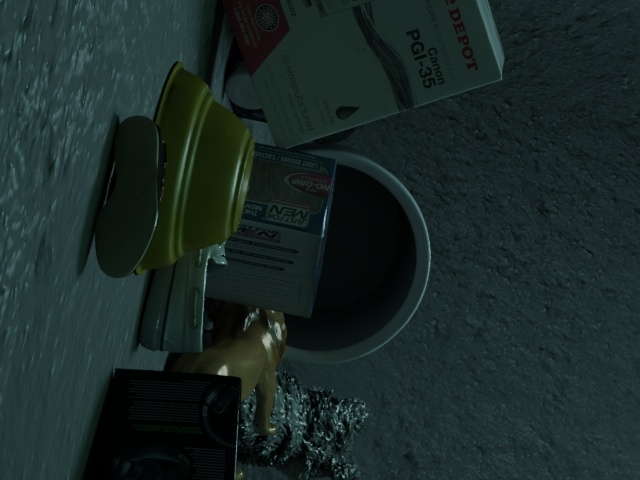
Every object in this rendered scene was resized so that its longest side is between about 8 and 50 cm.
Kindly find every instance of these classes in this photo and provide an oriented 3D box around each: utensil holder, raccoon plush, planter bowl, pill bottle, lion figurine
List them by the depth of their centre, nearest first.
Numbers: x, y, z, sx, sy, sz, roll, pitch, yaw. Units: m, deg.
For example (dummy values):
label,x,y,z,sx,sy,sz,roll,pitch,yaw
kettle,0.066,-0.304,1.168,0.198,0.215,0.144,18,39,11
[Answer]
label,x,y,z,sx,sy,sz,roll,pitch,yaw
planter bowl,-0.118,-0.063,1.486,0.217,0.090,0.217,11,90,-90
pill bottle,-0.085,-0.239,2.002,0.067,0.067,0.120,100,2,-51
lion figurine,-0.135,0.182,2.031,0.392,0.142,0.240,-62,157,-72
utensil holder,0.000,0.000,2.388,0.385,0.328,0.327,-88,-171,-82
raccoon plush,-0.065,0.291,2.410,0.446,0.299,0.216,94,7,-80

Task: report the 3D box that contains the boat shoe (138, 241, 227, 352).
label,x,y,z,sx,sy,sz,roll,pitch,yaw
boat shoe,-0.137,0.015,1.624,0.083,0.076,0.226,96,5,-82

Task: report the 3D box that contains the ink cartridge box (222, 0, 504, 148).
label,x,y,z,sx,sy,sz,roll,pitch,yaw
ink cartridge box,0.053,-0.252,1.747,0.117,0.283,0.207,-72,143,-71

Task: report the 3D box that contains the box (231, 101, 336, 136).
label,x,y,z,sx,sy,sz,roll,pitch,yaw
box,-0.042,-0.217,2.138,0.158,0.156,0.093,91,11,-86

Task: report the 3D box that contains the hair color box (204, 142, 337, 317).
label,x,y,z,sx,sy,sz,roll,pitch,yaw
hair color box,-0.078,-0.012,1.877,0.347,0.174,0.105,99,2,-71

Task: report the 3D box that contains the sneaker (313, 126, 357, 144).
label,x,y,z,sx,sy,sz,roll,pitch,yaw
sneaker,-0.005,-0.313,2.295,0.147,0.130,0.330,-102,-179,-78

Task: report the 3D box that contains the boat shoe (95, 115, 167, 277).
label,x,y,z,sx,sy,sz,roll,pitch,yaw
boat shoe,-0.149,-0.032,1.195,0.042,0.049,0.133,64,31,-75

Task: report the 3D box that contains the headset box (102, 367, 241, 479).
label,x,y,z,sx,sy,sz,roll,pitch,yaw
headset box,-0.153,0.311,1.468,0.246,0.131,0.283,99,-6,-52
